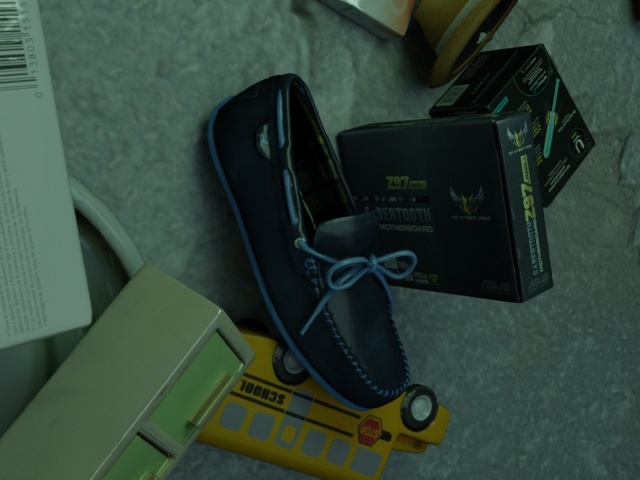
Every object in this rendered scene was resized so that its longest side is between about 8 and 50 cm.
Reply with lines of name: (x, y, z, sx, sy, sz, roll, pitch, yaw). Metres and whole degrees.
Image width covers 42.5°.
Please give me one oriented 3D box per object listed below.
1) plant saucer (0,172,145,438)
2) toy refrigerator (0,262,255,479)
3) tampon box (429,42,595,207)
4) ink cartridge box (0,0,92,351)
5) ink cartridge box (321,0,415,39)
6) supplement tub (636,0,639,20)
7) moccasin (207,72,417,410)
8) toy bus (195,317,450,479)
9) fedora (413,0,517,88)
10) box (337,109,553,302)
plant saucer: (-0.328, 0.108, 0.670, 0.401, 0.101, 0.400, -4, 97, -33)
toy refrigerator: (-0.170, 0.161, 0.641, 0.269, 0.094, 0.102, -53, 153, -18)
tampon box: (0.239, -0.139, 1.019, 0.120, 0.101, 0.161, -48, 119, -19)
ink cartridge box: (-0.296, -0.044, 0.564, 0.239, 0.060, 0.275, -15, 102, -38)
ink cartridge box: (0.039, -0.326, 0.903, 0.179, 0.045, 0.145, 22, 82, -36)
supplement tub: (0.491, -0.413, 1.156, 0.106, 0.106, 0.197, -20, 106, -31)
moccasin: (0.000, 0.000, 0.791, 0.138, 0.117, 0.342, -28, 89, -56)
toy bus: (-0.019, 0.173, 0.876, 0.333, 0.108, 0.130, 27, 80, -32)
fedora: (0.163, -0.265, 0.946, 0.079, 0.194, 0.194, 39, 70, 8)
box: (0.126, -0.038, 0.876, 0.059, 0.233, 0.183, -20, 106, -37)
